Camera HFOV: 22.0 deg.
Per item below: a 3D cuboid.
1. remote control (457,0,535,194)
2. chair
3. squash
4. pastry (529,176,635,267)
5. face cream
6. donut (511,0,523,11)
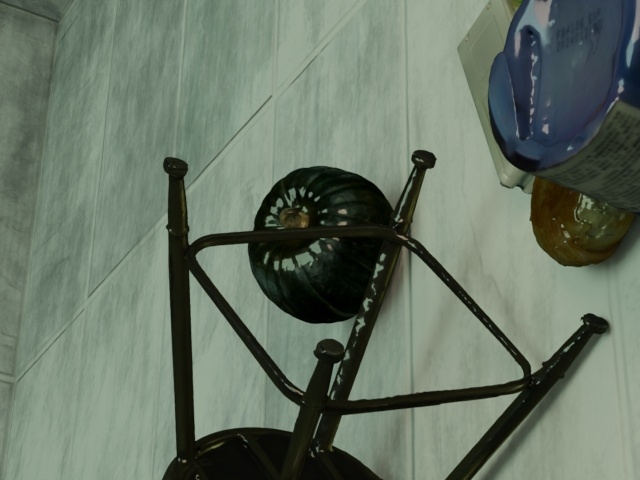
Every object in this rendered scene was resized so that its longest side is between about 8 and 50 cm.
[{"bbox_3d":[0.233,-0.183,1.963,0.103,0.056,0.277,-55,28,33],"label":"remote control"},{"bbox_3d":[0.015,0.169,1.827,0.364,0.362,0.410,47,130,43],"label":"chair"},{"bbox_3d":[0.002,0.003,2.184,0.218,0.172,0.218,-39,43,50],"label":"squash"},{"bbox_3d":[0.277,-0.043,1.745,0.153,0.081,0.153,-40,42,48],"label":"pastry"},{"bbox_3d":[0.315,-0.150,1.568,0.249,0.225,0.249,-41,41,48],"label":"face cream"},{"bbox_3d":[0.246,-0.345,1.999,0.108,0.065,0.166,-30,39,-2],"label":"donut"}]
